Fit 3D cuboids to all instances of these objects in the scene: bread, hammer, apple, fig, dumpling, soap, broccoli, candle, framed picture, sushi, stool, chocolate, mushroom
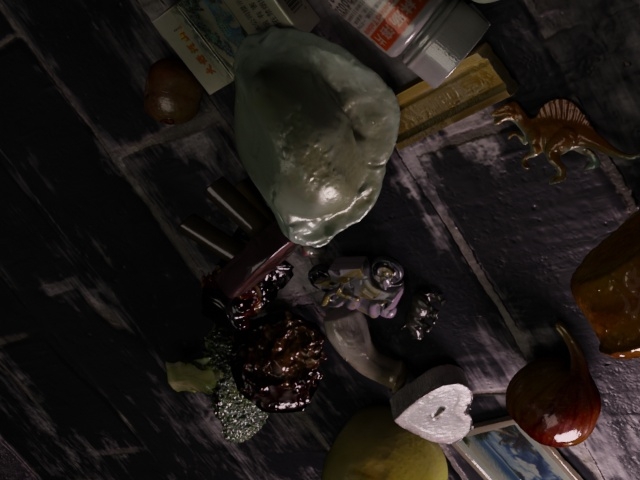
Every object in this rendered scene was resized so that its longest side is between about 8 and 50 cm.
[{"bbox_3d":[0.513,0.045,1.492,0.172,0.312,0.312,50,138,2],"label":"bread"},{"bbox_3d":[0.000,0.000,1.977,0.083,0.052,0.031,-55,52,31],"label":"hammer"},{"bbox_3d":[-0.269,-0.273,1.842,0.102,0.126,0.126,5,141,-17],"label":"apple"},{"bbox_3d":[0.449,0.278,1.859,0.175,0.175,0.207,32,119,3],"label":"fig"},{"bbox_3d":[-0.024,-0.155,1.656,0.270,0.212,0.321,12,144,17],"label":"dumpling"},{"bbox_3d":[0.194,-0.230,1.634,0.252,0.037,0.092,-22,113,44],"label":"soap"},{"bbox_3d":[-0.231,0.337,2.333,0.252,0.221,0.361,48,148,-4],"label":"broccoli"},{"bbox_3d":[0.230,0.343,2.074,0.168,0.068,0.192,-5,130,-2],"label":"candle"},{"bbox_3d":[0.137,0.541,2.237,0.257,0.233,0.295,24,138,19],"label":"apple"},{"bbox_3d":[0.443,0.498,2.156,0.315,0.024,0.232,48,138,-13],"label":"framed picture"},{"bbox_3d":[-0.175,0.105,2.100,0.153,0.150,0.172,37,139,-2],"label":"sushi"},{"bbox_3d":[-0.117,-0.038,1.867,0.178,0.272,0.272,50,138,3],"label":"stool"},{"bbox_3d":[-0.064,0.237,2.110,0.224,0.206,0.177,42,136,-7],"label":"chocolate"},{"bbox_3d":[0.096,0.233,2.094,0.223,0.092,0.081,50,171,-11],"label":"mushroom"}]

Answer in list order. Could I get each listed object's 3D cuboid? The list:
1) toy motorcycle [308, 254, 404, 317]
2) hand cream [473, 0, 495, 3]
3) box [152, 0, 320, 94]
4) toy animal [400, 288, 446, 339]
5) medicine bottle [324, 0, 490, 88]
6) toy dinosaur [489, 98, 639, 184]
[{"bbox_3d":[0.087,0.097,1.981,0.225,0.073,0.152,-11,124,38],"label":"toy motorcycle"},{"bbox_3d":[0.204,-0.480,1.372,0.147,0.093,0.306,-6,115,37],"label":"hand cream"},{"bbox_3d":[-0.146,-0.371,1.702,0.256,0.069,0.164,-21,115,43],"label":"box"},{"bbox_3d":[0.197,0.150,1.979,0.065,0.047,0.136,30,140,14],"label":"toy animal"},{"bbox_3d":[0.117,-0.352,1.495,0.252,0.144,0.144,40,138,-7],"label":"medicine bottle"},{"bbox_3d":[0.384,-0.169,1.569,0.212,0.057,0.142,-15,100,28],"label":"toy dinosaur"}]
